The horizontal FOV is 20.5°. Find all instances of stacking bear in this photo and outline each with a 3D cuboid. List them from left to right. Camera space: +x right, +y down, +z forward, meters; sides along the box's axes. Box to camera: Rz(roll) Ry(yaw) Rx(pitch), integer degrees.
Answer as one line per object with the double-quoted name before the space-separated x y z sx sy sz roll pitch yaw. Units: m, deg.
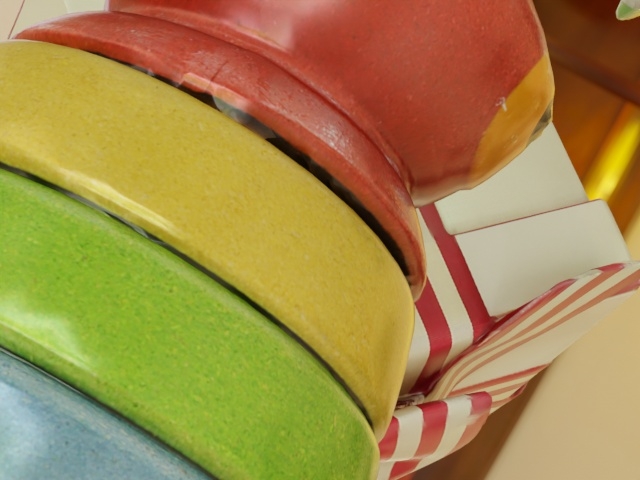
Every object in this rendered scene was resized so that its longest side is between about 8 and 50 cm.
"stacking bear" -0.040 0.015 0.427 0.289 0.164 0.175 -60 168 -20

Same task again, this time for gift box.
"gift box" 0.000 0.000 0.866 0.276 0.258 0.255 -14 161 -23

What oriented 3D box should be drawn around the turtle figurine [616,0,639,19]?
"turtle figurine" 0.151 -0.252 0.925 0.274 0.266 0.198 -20 -179 36
